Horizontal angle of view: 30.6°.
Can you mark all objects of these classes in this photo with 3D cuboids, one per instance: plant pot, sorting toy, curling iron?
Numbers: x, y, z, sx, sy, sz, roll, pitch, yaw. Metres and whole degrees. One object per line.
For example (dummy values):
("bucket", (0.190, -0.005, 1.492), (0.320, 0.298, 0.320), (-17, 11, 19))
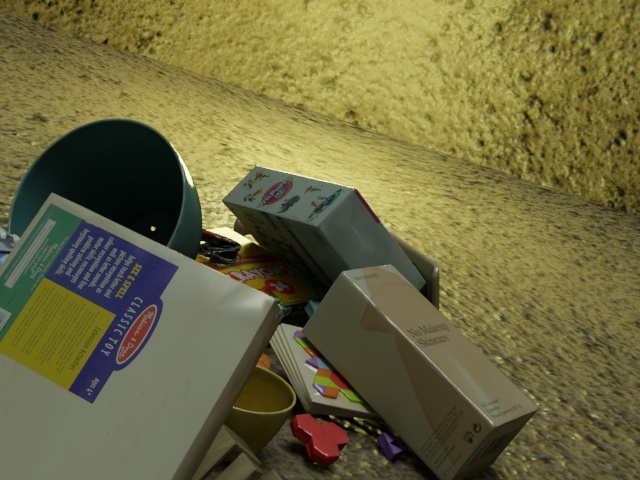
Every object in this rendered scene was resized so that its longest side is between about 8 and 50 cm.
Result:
("plant pot", (-0.107, 0.224, 1.479), (0.134, 0.095, 0.134), (15, 19, -5))
("plant pot", (-0.294, -0.012, 1.770), (0.290, 0.290, 0.195), (28, -9, 28))
("sorting toy", (0.135, 0.084, 1.971), (0.038, 0.193, 0.208), (-20, 36, -23))
("curling iron", (-0.247, -0.025, 1.898), (0.274, 0.035, 0.068), (24, 20, 18))

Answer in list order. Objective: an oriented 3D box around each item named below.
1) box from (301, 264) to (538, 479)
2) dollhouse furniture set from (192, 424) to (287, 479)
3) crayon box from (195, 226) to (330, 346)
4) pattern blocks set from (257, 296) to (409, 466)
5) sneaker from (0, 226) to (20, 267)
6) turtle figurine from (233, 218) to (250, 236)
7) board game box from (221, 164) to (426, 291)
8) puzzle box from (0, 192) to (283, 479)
("box", (0.136, 0.182, 1.652), (0.311, 0.121, 0.148), (45, 26, 23))
("dollhouse furniture set", (-0.093, 0.317, 1.336), (0.151, 0.123, 0.144), (48, -4, -40))
("crayon box", (-0.158, 0.061, 1.919), (0.318, 0.081, 0.202), (29, 22, 32))
("pattern blocks set", (0.011, 0.189, 1.673), (0.285, 0.026, 0.325), (6, 35, -43))
("sneaker", (-0.422, -0.006, 1.531), (0.322, 0.236, 0.130), (-7, 1, -19))
("turtle figurine", (-0.037, -0.011, 2.192), (0.234, 0.118, 0.175), (16, 18, 14))
("board game box", (0.000, 0.000, 1.916), (0.303, 0.097, 0.224), (15, -32, 54))
("puzzle box", (-0.246, 0.178, 1.086), (0.272, 0.409, 0.052), (25, -17, 20))
